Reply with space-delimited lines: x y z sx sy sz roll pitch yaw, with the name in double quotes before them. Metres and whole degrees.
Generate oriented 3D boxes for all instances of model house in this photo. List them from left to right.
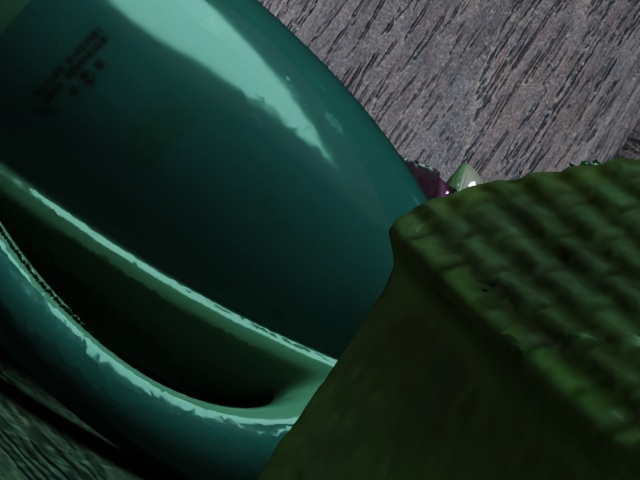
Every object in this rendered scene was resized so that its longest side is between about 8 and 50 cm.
"model house" 0.126 0.117 0.724 0.321 0.266 0.261 28 9 -31

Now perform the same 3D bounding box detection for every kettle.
"kettle" -0.080 0.006 1.100 0.342 0.247 0.319 38 36 2

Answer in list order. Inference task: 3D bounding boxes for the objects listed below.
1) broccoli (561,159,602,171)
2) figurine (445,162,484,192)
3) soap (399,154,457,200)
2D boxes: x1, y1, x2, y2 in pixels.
"broccoli" 0.268 0.129 1.353 0.310 0.321 0.413 -5 24 -25
"figurine" 0.154 0.086 1.802 0.332 0.204 0.185 48 -24 36
"soap" 0.000 0.000 1.737 0.112 0.182 0.289 26 -27 -25
